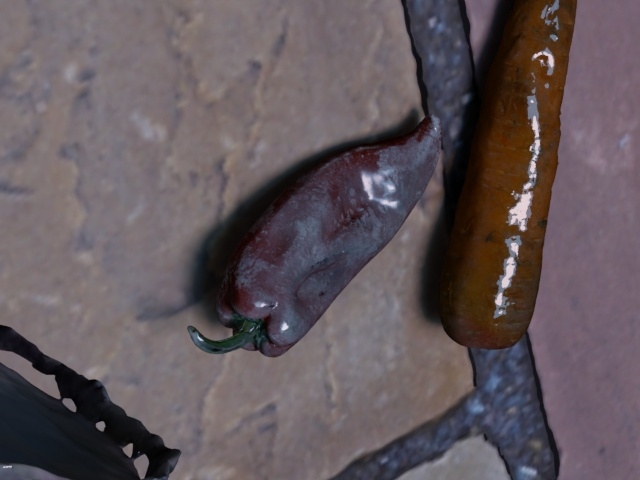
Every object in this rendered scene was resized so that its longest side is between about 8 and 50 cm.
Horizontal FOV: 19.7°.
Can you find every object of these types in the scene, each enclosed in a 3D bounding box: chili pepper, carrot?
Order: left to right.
[{"bbox_3d":[-0.001,0.000,0.772,0.153,0.041,0.050,-50,149,-30],"label":"chili pepper"},{"bbox_3d":[0.086,-0.045,0.818,0.047,0.047,0.191,4,98,-35],"label":"carrot"}]

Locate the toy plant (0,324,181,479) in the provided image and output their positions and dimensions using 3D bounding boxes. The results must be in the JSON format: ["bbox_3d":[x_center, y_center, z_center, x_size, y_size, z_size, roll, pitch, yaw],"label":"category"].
[{"bbox_3d":[-0.222,0.159,0.572,0.247,0.247,0.332,26,95,-38],"label":"toy plant"}]
